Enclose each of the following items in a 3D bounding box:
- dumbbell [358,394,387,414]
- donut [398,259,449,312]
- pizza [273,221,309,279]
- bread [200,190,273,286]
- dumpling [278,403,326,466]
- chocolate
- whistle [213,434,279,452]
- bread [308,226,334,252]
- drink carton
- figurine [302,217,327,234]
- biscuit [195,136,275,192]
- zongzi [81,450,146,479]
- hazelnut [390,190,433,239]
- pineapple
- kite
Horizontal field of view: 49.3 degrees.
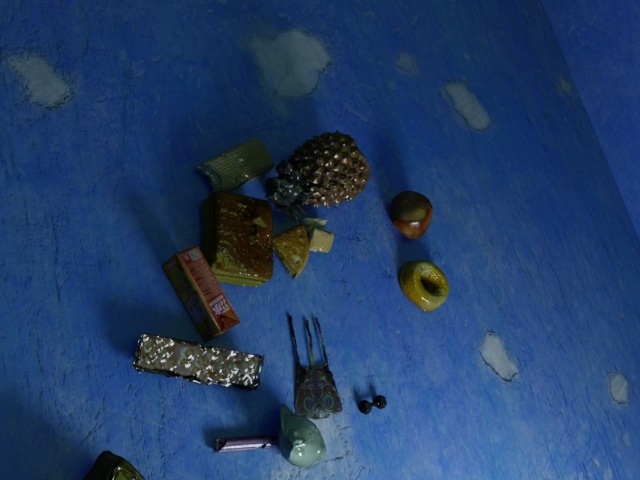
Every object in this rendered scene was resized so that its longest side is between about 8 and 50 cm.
[{"bbox_3d":[0.145,0.456,1.935,0.083,0.040,0.036,-8,103,-39],"label":"dumbbell"},{"bbox_3d":[0.335,0.137,2.214,0.178,0.065,0.162,33,53,-20],"label":"donut"},{"bbox_3d":[-0.089,0.023,1.968,0.130,0.041,0.178,7,66,-31],"label":"pizza"},{"bbox_3d":[-0.217,-0.004,1.842,0.184,0.110,0.234,11,63,-32],"label":"bread"},{"bbox_3d":[-0.045,0.479,1.721,0.217,0.104,0.149,54,34,-51],"label":"dumpling"},{"bbox_3d":[-0.289,0.290,1.672,0.329,0.065,0.103,17,91,-30],"label":"chocolate"},{"bbox_3d":[-0.177,0.489,1.680,0.176,0.033,0.033,7,64,-34],"label":"whistle"},{"bbox_3d":[0.000,0.000,2.036,0.083,0.035,0.070,9,98,-34],"label":"bread"},{"bbox_3d":[-0.295,0.132,1.725,0.071,0.096,0.223,-26,85,-42],"label":"drink carton"},{"bbox_3d":[-0.017,-0.041,2.056,0.083,0.047,0.051,3,77,-31],"label":"figurine"},{"bbox_3d":[-0.234,-0.205,1.960,0.238,0.061,0.108,-34,91,-41],"label":"biscuit"},{"bbox_3d":[-0.421,0.605,1.410,0.260,0.123,0.289,-47,123,-27],"label":"zongzi"},{"bbox_3d":[0.294,-0.080,2.259,0.150,0.150,0.150,16,59,-30],"label":"hazelnut"},{"bbox_3d":[-0.038,-0.170,2.007,0.357,0.223,0.223,-31,88,-35],"label":"pineapple"},{"bbox_3d":[-0.022,0.337,1.882,0.152,0.015,0.286,2,67,-36],"label":"kite"}]
